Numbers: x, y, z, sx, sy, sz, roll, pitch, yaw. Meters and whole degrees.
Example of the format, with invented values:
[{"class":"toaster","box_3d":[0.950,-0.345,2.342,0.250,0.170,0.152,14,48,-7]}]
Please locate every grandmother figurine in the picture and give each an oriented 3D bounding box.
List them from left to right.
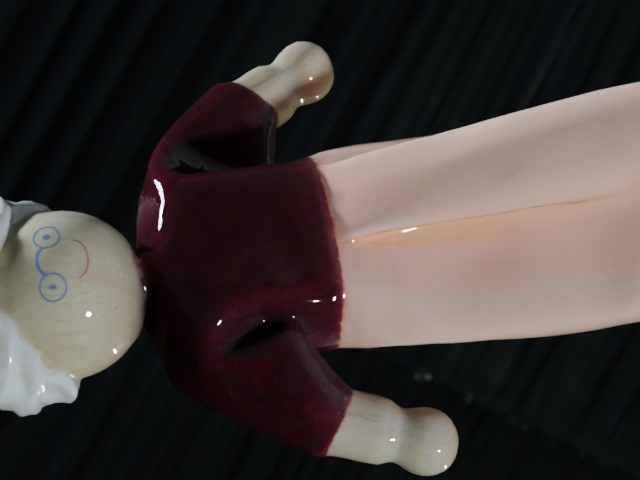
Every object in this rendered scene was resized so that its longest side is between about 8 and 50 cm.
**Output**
[{"class":"grandmother figurine","box_3d":[0.000,0.000,0.695,0.104,0.342,0.207,88,168,-50]}]
